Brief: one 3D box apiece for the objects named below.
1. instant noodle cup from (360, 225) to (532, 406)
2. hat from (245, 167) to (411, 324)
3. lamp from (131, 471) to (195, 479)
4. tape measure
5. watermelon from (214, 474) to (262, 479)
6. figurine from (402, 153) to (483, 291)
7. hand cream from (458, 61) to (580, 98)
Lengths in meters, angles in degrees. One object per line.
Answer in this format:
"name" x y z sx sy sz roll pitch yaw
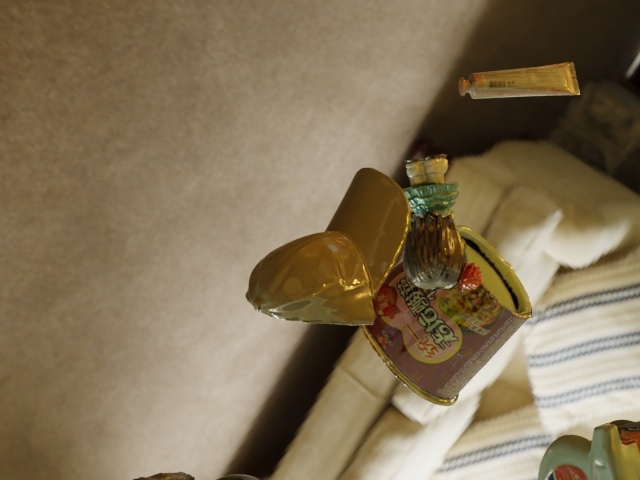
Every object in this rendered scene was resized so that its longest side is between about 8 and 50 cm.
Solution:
"instant noodle cup" 0.270 0.142 2.524 0.266 0.340 0.340 -43 161 23
"hat" 0.000 0.000 1.318 0.144 0.166 0.173 4 95 -36
"lamp" -0.246 0.371 1.576 0.250 0.101 0.101 -28 148 -58
"tape measure" 0.356 0.321 1.367 0.125 0.243 0.246 -11 174 -18
"watermelon" -0.109 0.420 1.730 0.140 0.141 0.187 -48 137 -9
"figurine" 0.207 -0.028 2.105 0.110 0.138 0.245 -8 92 -63
"hand cream" 0.347 -0.277 2.074 0.210 0.067 0.043 -4 155 -6
